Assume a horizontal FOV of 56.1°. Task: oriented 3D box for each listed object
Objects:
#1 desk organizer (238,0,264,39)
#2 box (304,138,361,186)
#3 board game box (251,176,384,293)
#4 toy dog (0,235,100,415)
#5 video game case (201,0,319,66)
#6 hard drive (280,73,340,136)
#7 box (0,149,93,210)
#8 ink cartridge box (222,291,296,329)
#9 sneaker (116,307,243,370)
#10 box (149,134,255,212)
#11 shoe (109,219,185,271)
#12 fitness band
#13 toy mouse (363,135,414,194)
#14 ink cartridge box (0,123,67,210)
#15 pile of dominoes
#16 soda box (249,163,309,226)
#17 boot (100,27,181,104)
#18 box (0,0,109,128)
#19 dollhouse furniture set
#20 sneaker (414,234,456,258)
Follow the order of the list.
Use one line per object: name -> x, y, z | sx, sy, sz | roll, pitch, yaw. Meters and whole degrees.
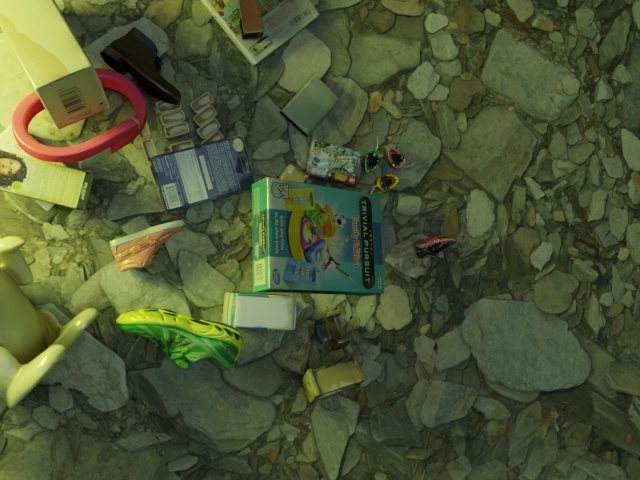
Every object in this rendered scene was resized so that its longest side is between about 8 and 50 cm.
desk organizer -> -0.176, -0.563, 1.467 | 0.050, 0.047, 0.130 | -10, 92, -14
box -> 0.033, -0.199, 1.555 | 0.136, 0.027, 0.094 | 13, 83, -16
board game box -> 0.000, 0.000, 1.443 | 0.335, 0.079, 0.254 | 5, 78, -35
toy dog -> -0.728, 0.149, 1.217 | 0.395, 0.285, 0.408 | -41, 102, 17
video game case -> -0.149, -0.587, 1.513 | 0.227, 0.026, 0.206 | -42, 100, -13
hard drive -> -0.027, -0.346, 1.544 | 0.094, 0.022, 0.135 | 42, 78, -12
box -> -0.612, -0.131, 1.276 | 0.232, 0.058, 0.088 | 13, 85, -17
ink cartridge box -> -0.147, 0.164, 1.405 | 0.139, 0.190, 0.082 | 5, 86, -17
sneaker -> -0.329, 0.234, 1.389 | 0.295, 0.109, 0.124 | 17, 90, -10
box -> -0.278, -0.161, 1.436 | 0.225, 0.036, 0.137 | -17, 101, -16
shoe -> -0.395, 0.012, 1.404 | 0.177, 0.063, 0.081 | -19, 95, -11
fitness band -> -0.523, -0.273, 1.318 | 0.209, 0.054, 0.291 | 45, 59, 12
toy mouse -> 0.166, -0.207, 1.594 | 0.160, 0.031, 0.143 | -22, 95, -16
ink cartridge box -> -0.638, -0.159, 1.332 | 0.181, 0.061, 0.104 | 43, 78, -11
pile of dominoes -> -0.326, -0.219, 1.455 | 0.195, 0.040, 0.251 | -18, 102, -17
soda box -> -0.104, -0.099, 1.493 | 0.058, 0.061, 0.181 | 34, 79, -14
boot -> -0.391, -0.408, 1.390 | 0.219, 0.082, 0.106 | 35, 72, 4
box -> -0.577, -0.407, 1.258 | 0.121, 0.148, 0.311 | -29, 71, -16
dollhouse furniture set -> 0.010, 0.292, 1.501 | 0.129, 0.129, 0.184 | -14, 68, -16
sneaker -> 0.313, 0.020, 1.631 | 0.119, 0.047, 0.057 | -11, 106, -13
